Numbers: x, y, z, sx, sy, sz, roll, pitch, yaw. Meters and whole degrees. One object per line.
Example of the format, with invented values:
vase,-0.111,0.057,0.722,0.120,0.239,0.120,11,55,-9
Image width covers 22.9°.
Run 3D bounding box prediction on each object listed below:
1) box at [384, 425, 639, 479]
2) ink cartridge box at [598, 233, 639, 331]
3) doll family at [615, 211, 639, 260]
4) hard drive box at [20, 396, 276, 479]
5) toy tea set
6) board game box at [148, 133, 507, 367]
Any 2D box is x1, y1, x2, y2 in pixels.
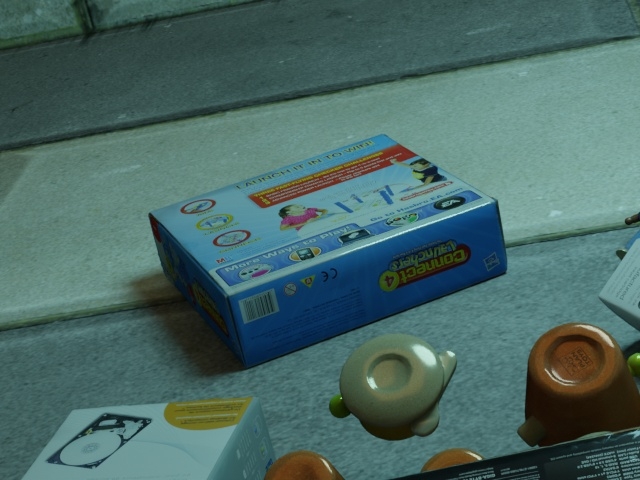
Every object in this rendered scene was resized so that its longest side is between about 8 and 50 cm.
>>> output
box,0.112,0.264,0.971,0.295,0.073,0.293,-13,41,5
ink cartridge box,0.355,0.039,1.378,0.139,0.082,0.190,-56,28,-1
doll family,0.385,-0.020,1.588,0.193,0.076,0.111,12,52,37
hard drive box,-0.154,0.226,1.282,0.181,0.089,0.232,-6,23,17
toy tea set,0.117,0.177,1.271,0.336,0.124,0.200,-4,53,13
board game box,0.000,0.000,1.741,0.308,0.086,0.302,-19,23,-15
